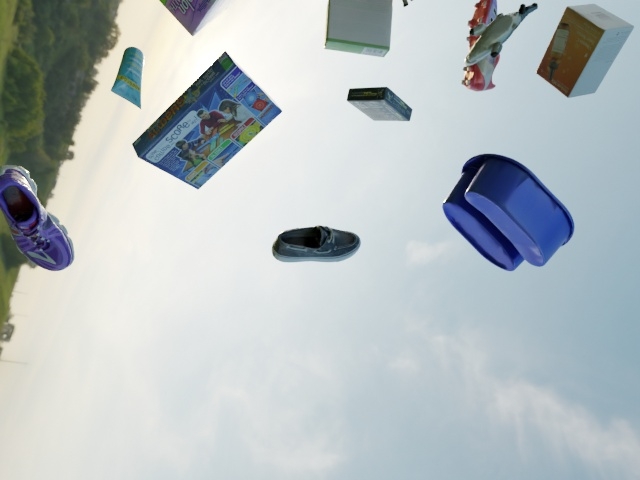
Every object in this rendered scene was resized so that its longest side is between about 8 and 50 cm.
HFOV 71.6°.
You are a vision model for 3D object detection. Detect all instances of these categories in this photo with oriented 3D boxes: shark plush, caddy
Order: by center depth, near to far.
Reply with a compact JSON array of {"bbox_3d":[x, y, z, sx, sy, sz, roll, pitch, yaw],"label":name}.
[{"bbox_3d":[0.349,-0.414,0.870,0.073,0.067,0.161,40,-89,11],"label":"shark plush"},{"bbox_3d":[0.500,-0.078,1.181,0.179,0.341,0.241,-47,-175,-19],"label":"caddy"}]

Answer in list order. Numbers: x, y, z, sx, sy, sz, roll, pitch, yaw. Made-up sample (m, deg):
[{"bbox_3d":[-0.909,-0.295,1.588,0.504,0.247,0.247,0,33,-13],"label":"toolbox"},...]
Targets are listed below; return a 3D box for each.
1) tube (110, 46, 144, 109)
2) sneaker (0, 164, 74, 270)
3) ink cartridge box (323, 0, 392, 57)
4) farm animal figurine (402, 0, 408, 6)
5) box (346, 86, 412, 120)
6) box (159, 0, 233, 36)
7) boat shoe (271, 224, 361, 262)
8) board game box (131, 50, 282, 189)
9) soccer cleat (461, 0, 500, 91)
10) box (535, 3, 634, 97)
[{"bbox_3d":[-0.491,-0.421,1.143,0.052,0.080,0.207,-37,-133,31],"label":"tube"},{"bbox_3d":[-0.402,-0.018,0.613,0.071,0.068,0.170,40,-29,47],"label":"sneaker"},{"bbox_3d":[0.103,-0.613,1.155,0.056,0.171,0.235,-173,-94,-80],"label":"ink cartridge box"},{"bbox_3d":[0.318,-0.701,0.984,0.330,0.172,0.327,-32,-160,-2],"label":"farm animal figurine"},{"bbox_3d":[0.246,-0.558,1.827,0.183,0.233,0.059,14,-90,38],"label":"box"},{"bbox_3d":[-0.175,-0.423,0.534,0.213,0.243,0.117,-9,-140,56],"label":"box"},{"bbox_3d":[0.000,0.000,1.383,0.102,0.301,0.108,118,-36,-51],"label":"boat shoe"},{"bbox_3d":[-0.174,-0.179,0.701,0.201,0.136,0.035,-40,-118,10],"label":"board game box"},{"bbox_3d":[0.452,-0.536,1.210,0.083,0.095,0.248,-113,-155,-66],"label":"soccer cleat"},{"bbox_3d":[0.634,-0.459,1.079,0.170,0.091,0.130,96,-26,-49],"label":"box"}]
